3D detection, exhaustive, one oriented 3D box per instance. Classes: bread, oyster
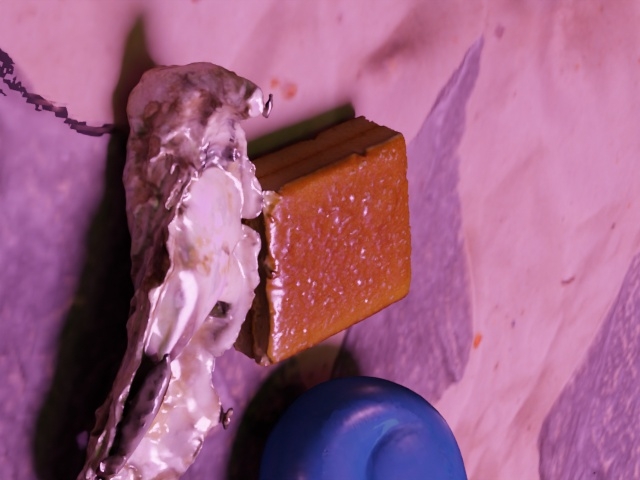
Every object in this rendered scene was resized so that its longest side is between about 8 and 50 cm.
[{"bbox_3d":[0.000,0.000,0.682,0.094,0.035,0.090,-25,124,-40],"label":"bread"},{"bbox_3d":[-0.065,0.028,0.623,0.199,0.061,0.106,-67,158,2],"label":"oyster"}]

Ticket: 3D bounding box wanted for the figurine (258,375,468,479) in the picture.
[{"bbox_3d":[-0.028,0.255,0.627,0.416,0.298,0.243,-42,103,-34],"label":"figurine"}]
